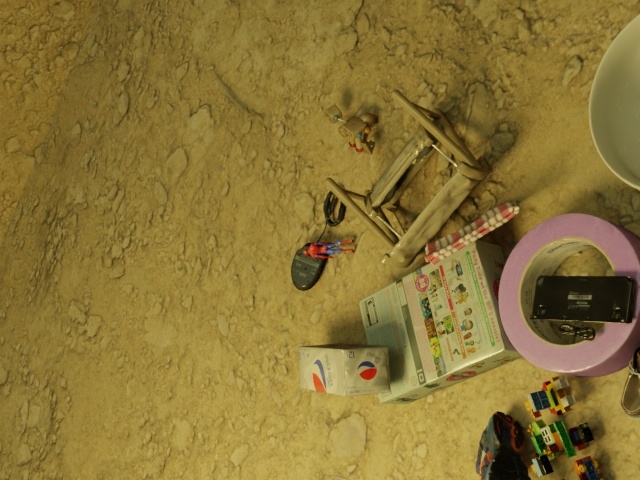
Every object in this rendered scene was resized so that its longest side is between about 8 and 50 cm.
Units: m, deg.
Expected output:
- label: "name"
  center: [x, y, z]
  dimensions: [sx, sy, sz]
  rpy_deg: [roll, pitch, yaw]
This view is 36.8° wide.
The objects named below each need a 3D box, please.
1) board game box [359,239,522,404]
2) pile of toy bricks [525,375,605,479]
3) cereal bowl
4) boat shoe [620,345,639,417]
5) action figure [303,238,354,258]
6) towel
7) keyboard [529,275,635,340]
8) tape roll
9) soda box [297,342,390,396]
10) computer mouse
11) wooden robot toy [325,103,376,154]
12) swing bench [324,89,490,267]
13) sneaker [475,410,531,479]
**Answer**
- label: "board game box"
  center: [0.231, 0.163, 1.853]
  dimensions: [0.303, 0.097, 0.224]
  rpy_deg: [-31, 60, 37]
- label: "pile of toy bricks"
  center: [0.396, 0.351, 1.648]
  dimensions: [0.105, 0.118, 0.212]
  rpy_deg: [122, 133, -63]
- label: "cereal bowl"
  center: [0.615, -0.222, 1.548]
  dimensions: [0.338, 0.141, 0.339]
  rpy_deg: [-14, 70, 42]
- label: "boat shoe"
  center: [0.533, 0.202, 1.565]
  dimensions: [0.066, 0.066, 0.183]
  rpy_deg: [31, 101, 45]
- label: "action figure"
  center: [0.017, 0.020, 2.123]
  dimensions: [0.115, 0.030, 0.038]
  rpy_deg: [-6, 77, 15]
- label: "towel"
  center: [0.281, -0.019, 1.788]
  dimensions: [0.197, 0.144, 0.029]
  rpy_deg: [-31, 92, 9]
- label: "keyboard"
  center: [0.432, 0.113, 1.596]
  dimensions: [0.180, 0.023, 0.108]
  rpy_deg: [-2, 71, 45]
- label: "tape roll"
  center: [0.447, 0.095, 1.664]
  dimensions: [0.274, 0.090, 0.275]
  rpy_deg: [-13, 70, 41]
- label: "soda box"
  center: [0.041, 0.255, 1.922]
  dimensions: [0.286, 0.098, 0.091]
  rpy_deg: [166, 101, -70]
- label: "computer mouse"
  center: [0.000, 0.000, 2.168]
  dimensions: [0.071, 0.041, 0.242]
  rpy_deg: [24, 89, 21]
- label: "wooden robot toy"
  center: [0.089, -0.254, 2.145]
  dimensions: [0.079, 0.076, 0.173]
  rpy_deg: [-36, 47, -11]
- label: "swing bench"
  center: [0.186, -0.114, 1.930]
  dimensions: [0.253, 0.165, 0.255]
  rpy_deg: [-51, 55, 22]
- label: "sneaker"
  center: [0.313, 0.404, 1.681]
  dimensions: [0.221, 0.083, 0.087]
  rpy_deg: [-69, 5, -55]
